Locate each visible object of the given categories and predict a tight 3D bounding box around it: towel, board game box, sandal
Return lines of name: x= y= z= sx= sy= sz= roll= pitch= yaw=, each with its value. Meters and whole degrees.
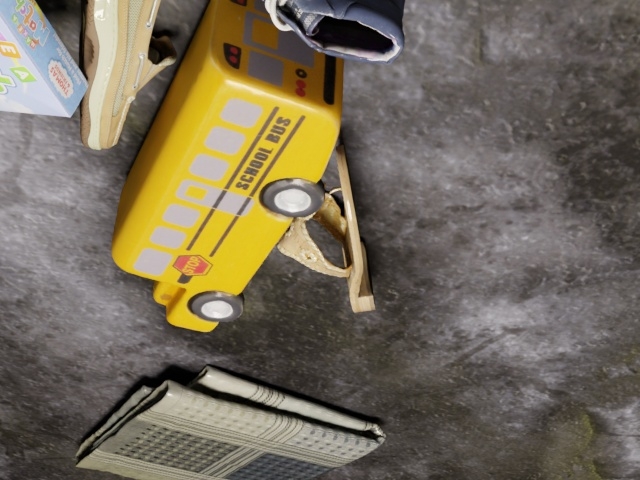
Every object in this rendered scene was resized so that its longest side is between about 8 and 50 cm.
towel: x=-0.130 y=0.268 z=1.364 sx=0.324 sy=0.056 sz=0.312 roll=19 pitch=144 yaw=-28
board game box: x=-0.288 y=-0.157 z=0.707 sx=0.211 sy=0.039 sz=0.160 roll=7 pitch=148 yaw=22
sandal: x=0.001 y=0.006 z=0.941 sx=0.079 sy=0.088 sz=0.240 roll=-9 pitch=149 yaw=4

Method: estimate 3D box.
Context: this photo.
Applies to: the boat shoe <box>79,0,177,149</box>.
boat shoe: x=-0.144 y=-0.137 z=0.765 sx=0.072 sy=0.068 sz=0.190 roll=-2 pitch=146 yaw=-17

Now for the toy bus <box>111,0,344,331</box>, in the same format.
toy bus: x=-0.083 y=-0.050 z=0.845 sx=0.130 sy=0.108 sz=0.333 roll=15 pitch=142 yaw=-19

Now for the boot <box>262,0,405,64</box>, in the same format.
boot: x=-0.026 y=-0.182 z=0.675 sx=0.189 sy=0.086 sz=0.069 roll=13 pitch=143 yaw=-17
